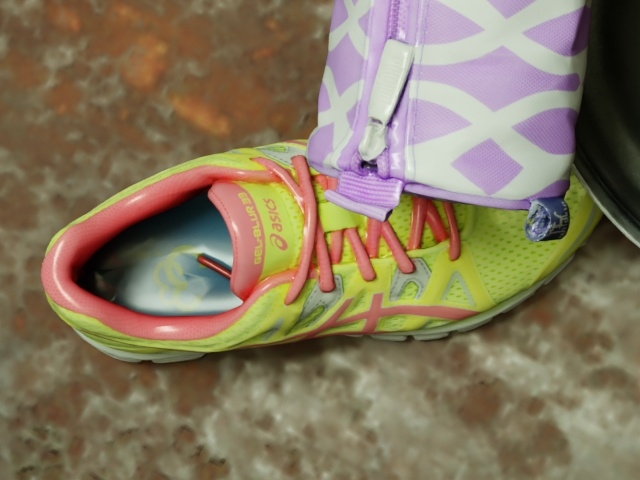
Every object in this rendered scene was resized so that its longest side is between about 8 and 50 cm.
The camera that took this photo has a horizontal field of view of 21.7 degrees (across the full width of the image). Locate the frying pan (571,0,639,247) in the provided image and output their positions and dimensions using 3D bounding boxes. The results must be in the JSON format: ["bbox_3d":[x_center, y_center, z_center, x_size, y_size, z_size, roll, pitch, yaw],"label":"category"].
[{"bbox_3d":[0.210,-0.029,0.548,0.326,0.053,0.197,42,84,0],"label":"frying pan"}]

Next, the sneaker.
[{"bbox_3d":[0.000,0.000,0.570,0.208,0.094,0.082,-17,82,8],"label":"sneaker"}]

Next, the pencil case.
[{"bbox_3d":[0.040,-0.107,0.487,0.086,0.088,0.206,11,101,40],"label":"pencil case"}]
